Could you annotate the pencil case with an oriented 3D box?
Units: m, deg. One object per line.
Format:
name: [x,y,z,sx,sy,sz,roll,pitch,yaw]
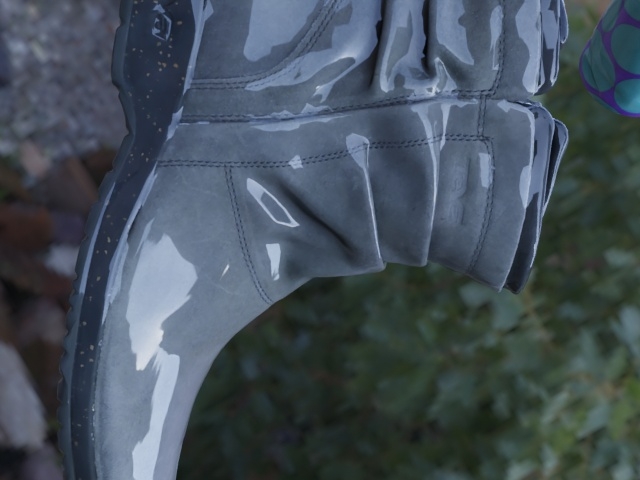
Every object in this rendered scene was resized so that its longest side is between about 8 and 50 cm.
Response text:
pencil case: [0.204,-0.133,1.114,0.151,0.070,0.064,118,-19,-60]

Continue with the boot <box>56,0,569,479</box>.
boot: [0.000,0.000,0.679,0.083,0.161,0.246,-74,174,-80]
